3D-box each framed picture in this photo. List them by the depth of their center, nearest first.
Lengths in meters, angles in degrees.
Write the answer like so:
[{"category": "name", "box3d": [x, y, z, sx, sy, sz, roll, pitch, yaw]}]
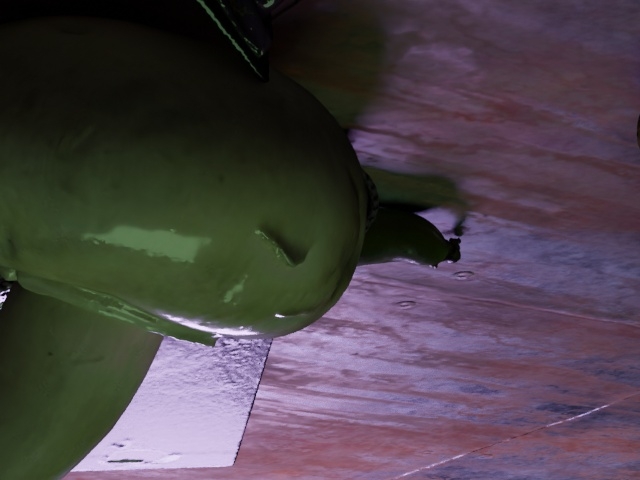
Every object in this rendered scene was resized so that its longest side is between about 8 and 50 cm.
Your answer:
[{"category": "framed picture", "box3d": [-0.186, 0.162, 2.004, 0.244, 0.013, 0.324, 0, 146, -13]}]

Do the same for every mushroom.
[{"category": "mushroom", "box3d": [-0.154, -0.024, 1.267, 0.356, 0.315, 0.315, -22, 157, 8]}]

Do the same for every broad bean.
[{"category": "broad bean", "box3d": [0.003, 0.004, 1.648, 0.325, 0.067, 0.075, 1, 143, -26]}]

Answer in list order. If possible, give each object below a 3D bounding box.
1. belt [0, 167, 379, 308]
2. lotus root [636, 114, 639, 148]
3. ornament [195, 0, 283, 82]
[{"category": "belt", "box3d": [-0.134, -0.010, 1.499, 0.359, 0.126, 0.094, -4, 161, -8]}, {"category": "lotus root", "box3d": [0.304, -0.078, 1.471, 0.110, 0.097, 0.258, -4, 169, 16]}, {"category": "ornament", "box3d": [0.016, -0.191, 1.136, 0.203, 0.088, 0.081, -30, 126, 25]}]
